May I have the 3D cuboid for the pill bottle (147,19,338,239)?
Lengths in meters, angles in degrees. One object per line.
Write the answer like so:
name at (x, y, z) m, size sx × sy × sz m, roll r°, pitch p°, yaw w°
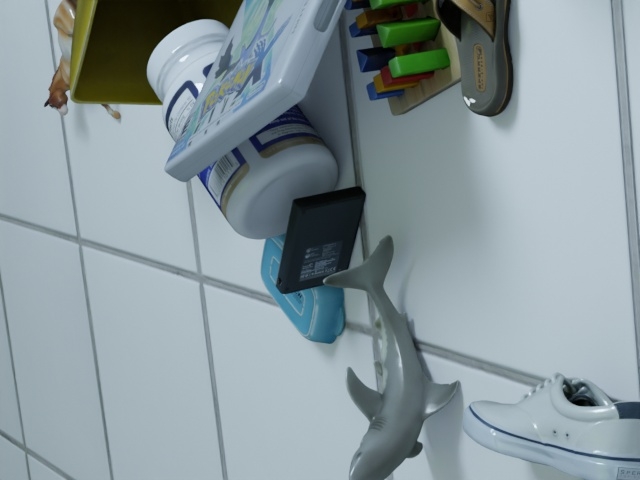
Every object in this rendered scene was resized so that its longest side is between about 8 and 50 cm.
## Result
pill bottle at (-0.103, -0.142, 2.007) m, size 0.265 × 0.153 × 0.153 m, roll 56°, pitch 145°, yaw 29°

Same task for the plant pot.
plant pot at (-0.224, -0.318, 2.144) m, size 0.212 × 0.212 × 0.187 m, roll 115°, pitch 148°, yaw -49°

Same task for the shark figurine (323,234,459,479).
shark figurine at (0.101, 0.147, 1.852) m, size 0.116 × 0.166 × 0.278 m, roll -16°, pitch 67°, yaw 37°

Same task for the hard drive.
hard drive at (0.000, 0.000, 1.948) m, size 0.022 × 0.094 × 0.135 m, roll 52°, pitch 143°, yaw 38°

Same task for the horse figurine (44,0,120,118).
horse figurine at (-0.379, -0.309, 2.568) m, size 0.174 × 0.066 × 0.263 m, roll 33°, pitch 131°, yaw 46°

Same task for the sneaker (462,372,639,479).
sneaker at (0.238, 0.177, 1.603) m, size 0.258 × 0.094 × 0.091 m, roll 9°, pitch 90°, yaw 56°

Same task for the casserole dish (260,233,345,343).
casserole dish at (-0.029, 0.055, 2.088) m, size 0.188 × 0.037 × 0.114 m, roll 50°, pitch 142°, yaw 40°

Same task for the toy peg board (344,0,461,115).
toy peg board at (0.073, -0.228, 1.741) m, size 0.160 × 0.079 × 0.161 m, roll -25°, pitch 78°, yaw 61°

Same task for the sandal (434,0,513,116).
sandal at (0.145, -0.230, 1.625) m, size 0.090 × 0.060 × 0.219 m, roll 20°, pitch 118°, yaw 58°

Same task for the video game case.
video game case at (-0.048, -0.235, 1.800) m, size 0.329 × 0.036 × 0.300 m, roll -28°, pitch 35°, yaw 61°
